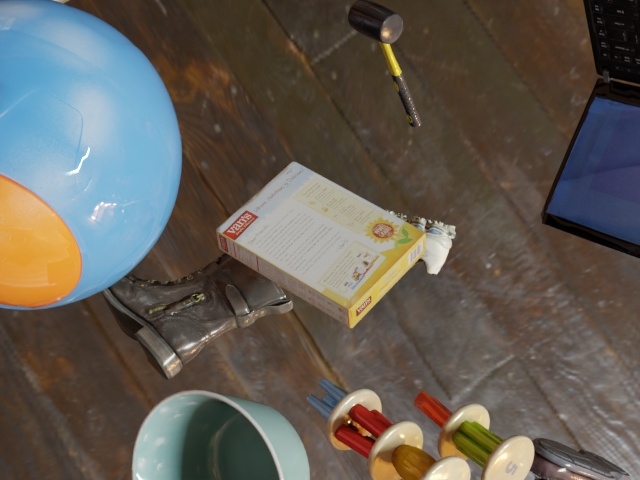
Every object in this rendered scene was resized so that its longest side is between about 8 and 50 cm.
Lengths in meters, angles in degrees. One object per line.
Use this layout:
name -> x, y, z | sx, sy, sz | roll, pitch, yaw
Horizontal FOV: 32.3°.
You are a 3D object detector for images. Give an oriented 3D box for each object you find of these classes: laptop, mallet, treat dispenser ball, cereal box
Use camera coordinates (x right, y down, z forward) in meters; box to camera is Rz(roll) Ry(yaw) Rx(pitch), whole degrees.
laptop -> 0.296, -0.121, 0.962 | 0.136, 0.264, 0.234 | -41, 41, -24
mallet -> 0.093, -0.200, 1.301 | 0.039, 0.190, 0.062 | -43, 40, -13
treat dispenser ball -> -0.273, -0.080, 1.024 | 0.288, 0.288, 0.288 | 0, 83, 0
cereal box -> 0.000, 0.000, 1.520 | 0.240, 0.047, 0.173 | 30, 57, 28

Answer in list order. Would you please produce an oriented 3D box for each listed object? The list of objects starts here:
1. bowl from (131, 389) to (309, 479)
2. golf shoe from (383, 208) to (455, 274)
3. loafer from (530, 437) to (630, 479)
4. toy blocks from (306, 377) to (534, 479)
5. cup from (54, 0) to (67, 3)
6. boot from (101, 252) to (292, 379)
bowl -> -0.141, 0.382, 1.809 | 0.311, 0.163, 0.311 | 4, 98, 33
golf shoe -> 0.111, 0.000, 1.625 | 0.176, 0.069, 0.086 | 16, 94, 41
loafer -> 0.381, 0.366, 1.653 | 0.109, 0.302, 0.095 | 30, 93, 36
toy blocks -> 0.071, 0.145, 0.849 | 0.123, 0.148, 0.054 | -7, 117, -38
cup -> -0.477, -0.417, 1.511 | 0.237, 0.331, 0.331 | -43, 84, 8
boot -> -0.193, 0.071, 1.647 | 0.229, 0.091, 0.263 | -35, 58, -16
